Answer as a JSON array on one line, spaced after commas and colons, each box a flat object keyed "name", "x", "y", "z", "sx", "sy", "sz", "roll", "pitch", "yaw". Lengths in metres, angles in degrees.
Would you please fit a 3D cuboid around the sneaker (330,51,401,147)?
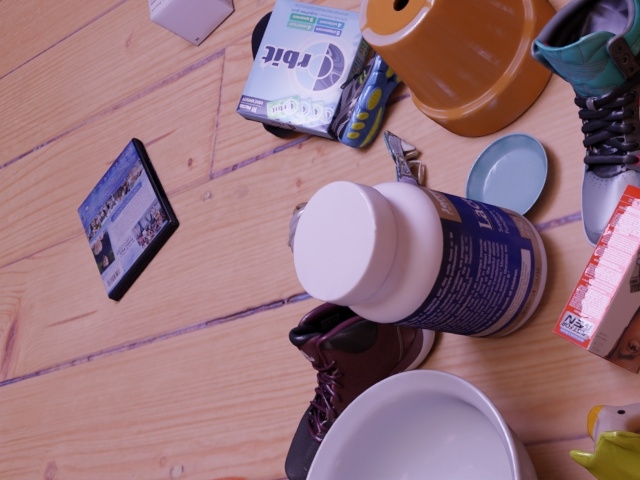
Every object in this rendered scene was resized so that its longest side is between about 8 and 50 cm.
[{"name": "sneaker", "x": 0.067, "y": -0.220, "z": 1.584, "sx": 0.078, "sy": 0.067, "sz": 0.188, "roll": 34, "pitch": 100, "yaw": 44}]

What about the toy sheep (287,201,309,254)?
[{"name": "toy sheep", "x": 0.000, "y": 0.000, "z": 1.535, "sx": 0.091, "sy": 0.091, "sz": 0.132, "roll": -47, "pitch": 56, "yaw": 21}]

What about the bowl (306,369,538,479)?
[{"name": "bowl", "x": 0.123, "y": 0.294, "z": 1.201, "sx": 0.298, "sy": 0.134, "sz": 0.297, "roll": -27, "pitch": 50, "yaw": 38}]

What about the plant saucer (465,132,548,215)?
[{"name": "plant saucer", "x": 0.225, "y": -0.069, "z": 1.368, "sx": 0.119, "sy": 0.021, "sz": 0.119, "roll": -25, "pitch": 53, "yaw": 38}]

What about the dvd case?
[{"name": "dvd case", "x": -0.332, "y": -0.040, "z": 1.969, "sx": 0.180, "sy": 0.022, "sz": 0.253, "roll": -49, "pitch": 42, "yaw": 17}]

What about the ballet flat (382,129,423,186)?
[{"name": "ballet flat", "x": 0.111, "y": -0.102, "z": 1.504, "sx": 0.041, "sy": 0.041, "sz": 0.114, "roll": -37, "pitch": 47, "yaw": 30}]

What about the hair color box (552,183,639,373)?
[{"name": "hair color box", "x": 0.313, "y": 0.040, "z": 1.158, "sx": 0.053, "sy": 0.093, "sz": 0.167, "roll": 31, "pitch": 95, "yaw": 51}]

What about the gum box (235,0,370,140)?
[{"name": "gum box", "x": -0.020, "y": -0.250, "z": 1.670, "sx": 0.157, "sy": 0.041, "sz": 0.184, "roll": 16, "pitch": 83, "yaw": 26}]

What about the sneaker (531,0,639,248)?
[{"name": "sneaker", "x": 0.296, "y": -0.146, "z": 1.205, "sx": 0.124, "sy": 0.178, "sz": 0.295, "roll": -4, "pitch": 68, "yaw": 47}]

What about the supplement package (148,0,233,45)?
[{"name": "supplement package", "x": -0.232, "y": -0.448, "z": 2.003, "sx": 0.105, "sy": 0.105, "sz": 0.179, "roll": -38, "pitch": 47, "yaw": 29}]

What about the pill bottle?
[{"name": "pill bottle", "x": 0.108, "y": 0.020, "z": 1.244, "sx": 0.153, "sy": 0.265, "sz": 0.153, "roll": -13, "pitch": 72, "yaw": 46}]

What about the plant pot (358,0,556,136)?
[{"name": "plant pot", "x": 0.155, "y": -0.256, "z": 1.411, "sx": 0.205, "sy": 0.188, "sz": 0.205, "roll": -25, "pitch": 54, "yaw": 39}]

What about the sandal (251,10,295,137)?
[{"name": "sandal", "x": -0.076, "y": -0.255, "z": 1.770, "sx": 0.097, "sy": 0.054, "sz": 0.254, "roll": -40, "pitch": 45, "yaw": 27}]

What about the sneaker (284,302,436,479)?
[{"name": "sneaker", "x": 0.002, "y": 0.166, "z": 1.380, "sx": 0.281, "sy": 0.163, "sz": 0.106, "roll": -57, "pitch": 40, "yaw": 9}]

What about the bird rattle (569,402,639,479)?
[{"name": "bird rattle", "x": 0.334, "y": 0.188, "z": 0.988, "sx": 0.207, "sy": 0.254, "sz": 0.143, "roll": -104, "pitch": 8, "yaw": -70}]
